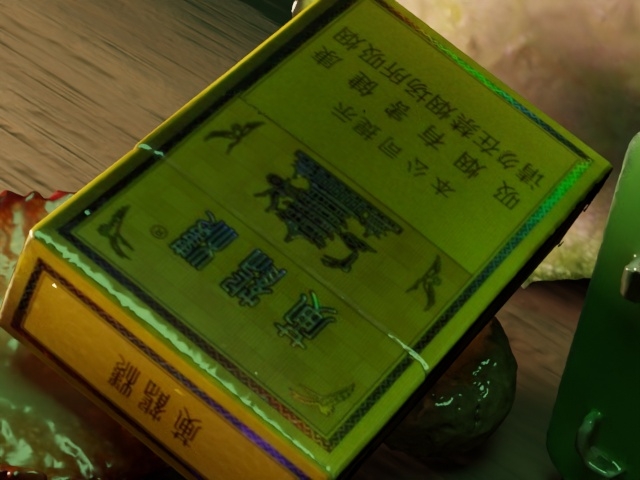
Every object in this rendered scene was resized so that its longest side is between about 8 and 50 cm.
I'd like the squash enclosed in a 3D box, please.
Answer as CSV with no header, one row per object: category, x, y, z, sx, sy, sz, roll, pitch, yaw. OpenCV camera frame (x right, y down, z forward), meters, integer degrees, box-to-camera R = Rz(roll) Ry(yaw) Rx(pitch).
squash,0.189,-0.156,1.282,0.310,0.310,0.309,27,29,24

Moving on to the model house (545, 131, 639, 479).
model house,0.359,0.060,1.043,0.357,0.242,0.313,30,40,30

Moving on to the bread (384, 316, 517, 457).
bread,0.069,0.078,1.110,0.082,0.060,0.113,5,39,-2

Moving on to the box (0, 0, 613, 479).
box,0.000,0.000,1.046,0.193,0.084,0.301,38,47,10

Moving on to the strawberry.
strawberry,-0.135,0.069,1.057,0.286,0.106,0.188,-3,58,-27
